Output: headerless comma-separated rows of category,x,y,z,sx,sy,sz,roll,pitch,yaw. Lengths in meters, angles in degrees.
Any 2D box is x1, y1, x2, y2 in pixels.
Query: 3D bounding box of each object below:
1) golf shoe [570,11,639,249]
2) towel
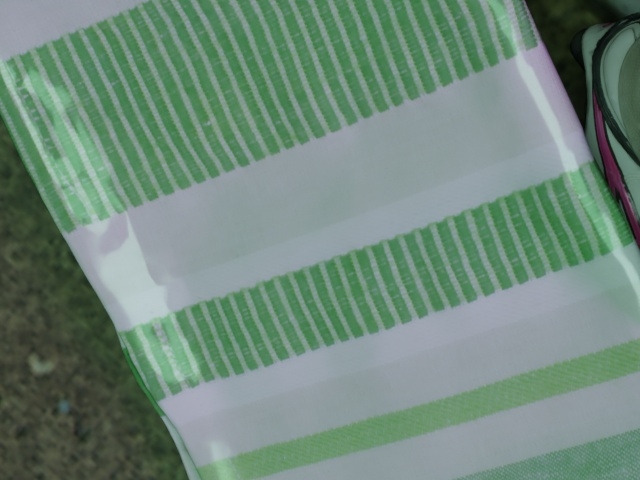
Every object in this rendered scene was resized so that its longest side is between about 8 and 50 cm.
golf shoe,0.141,-0.002,0.780,0.086,0.067,0.186,20,122,50
towel,0.000,0.000,0.788,0.248,0.038,0.325,-21,96,32
